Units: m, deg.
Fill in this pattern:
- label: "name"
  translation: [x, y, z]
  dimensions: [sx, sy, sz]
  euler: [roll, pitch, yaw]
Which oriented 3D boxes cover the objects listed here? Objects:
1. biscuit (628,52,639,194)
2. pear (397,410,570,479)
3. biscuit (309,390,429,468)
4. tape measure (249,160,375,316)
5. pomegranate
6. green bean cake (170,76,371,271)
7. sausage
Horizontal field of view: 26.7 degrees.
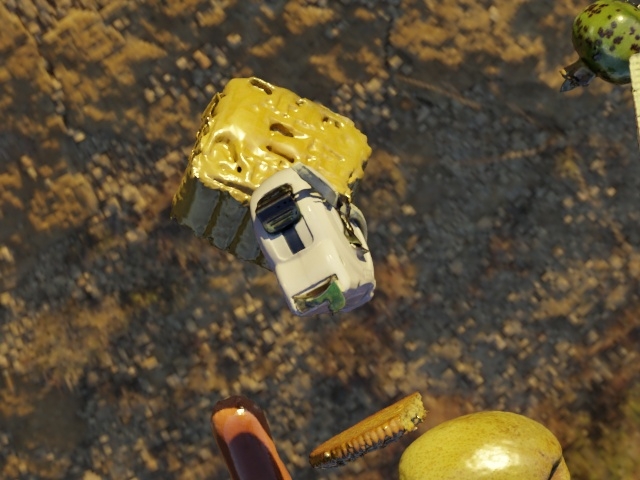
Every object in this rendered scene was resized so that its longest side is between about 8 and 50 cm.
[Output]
- label: "biscuit"
  translation: [0.357, -0.085, 1.256]
  dimensions: [0.121, 0.199, 0.040]
  euler: [-7, 173, 22]
- label: "pear"
  translation: [0.225, 0.323, 1.804]
  dimensions: [0.211, 0.188, 0.228]
  euler: [-16, 170, 23]
- label: "biscuit"
  translation: [0.048, 0.193, 1.334]
  dimensions: [0.126, 0.206, 0.025]
  euler: [-28, 86, 8]
- label: "tape measure"
  translation: [-0.002, -0.003, 1.531]
  dimensions: [0.105, 0.178, 0.196]
  euler: [-30, 175, 14]
- label: "pomegranate"
  translation: [0.376, -0.250, 1.793]
  dimensions: [0.161, 0.122, 0.122]
  euler: [-42, 130, 19]
- label: "green bean cake"
  translation: [-0.062, -0.084, 1.748]
  dimensions: [0.230, 0.224, 0.131]
  euler: [25, 139, -7]
- label: "sausage"
  translation: [-0.090, 0.302, 1.840]
  dimensions: [0.077, 0.077, 0.194]
  euler: [-23, 99, -11]
